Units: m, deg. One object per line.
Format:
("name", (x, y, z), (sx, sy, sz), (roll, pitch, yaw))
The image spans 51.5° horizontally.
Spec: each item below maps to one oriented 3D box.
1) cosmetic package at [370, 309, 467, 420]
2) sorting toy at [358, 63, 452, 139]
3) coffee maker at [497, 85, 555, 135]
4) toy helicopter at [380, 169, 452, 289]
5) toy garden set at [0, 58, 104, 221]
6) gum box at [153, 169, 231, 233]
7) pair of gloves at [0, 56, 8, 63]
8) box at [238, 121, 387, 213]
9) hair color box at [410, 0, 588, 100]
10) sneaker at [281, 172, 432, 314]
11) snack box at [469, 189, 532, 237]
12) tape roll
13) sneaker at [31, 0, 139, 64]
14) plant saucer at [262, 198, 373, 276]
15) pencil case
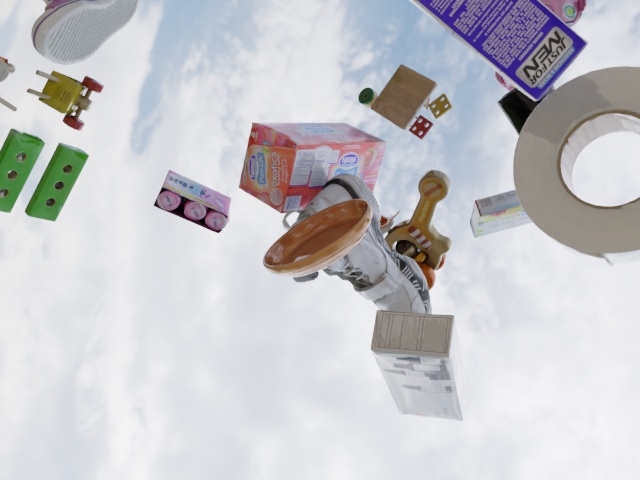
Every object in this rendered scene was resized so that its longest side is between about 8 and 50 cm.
("cosmetic package", (0.138, 0.175, 0.889), (0.098, 0.239, 0.061), (3, -121, 19))
("sorting toy", (0.212, -0.335, 1.596), (0.132, 0.046, 0.274), (-55, -134, 8))
("coffee maker", (0.460, -0.248, 1.376), (0.120, 0.171, 0.178), (-33, -89, 29))
("toy helicopter", (0.251, -0.045, 1.796), (0.234, 0.140, 0.355), (24, -50, 12))
("toy garden set", (-0.399, -0.141, 0.815), (0.049, 0.244, 0.204), (38, -78, 33))
("gum box", (-0.319, -0.097, 1.693), (0.062, 0.188, 0.107), (-59, -163, 24))
("pair of gloves", (-0.546, -0.271, 1.074), (0.074, 0.010, 0.083), (22, -77, 10))
("box", (-0.012, -0.166, 1.437), (0.142, 0.299, 0.154), (31, -62, 34))
("hair color box", (0.194, -0.352, 0.935), (0.110, 0.338, 0.185), (-49, -167, 19))
("sneaker", (0.067, 0.061, 1.312), (0.137, 0.210, 0.366), (-25, -85, 50))
("snack box", (0.345, -0.055, 1.199), (0.141, 0.100, 0.037), (-15, -113, 1))
("tape roll", (0.441, -0.109, 0.999), (0.286, 0.100, 0.287), (-6, -103, 30))
("sneaker", (-0.439, -0.388, 1.114), (0.282, 0.160, 0.102), (-69, -177, -56))
("plant saucer", (0.000, 0.000, 1.077), (0.199, 0.037, 0.200), (-28, -162, 10))
("pencil case", (0.461, -0.427, 1.416), (0.284, 0.124, 0.124), (94, 2, -74))
